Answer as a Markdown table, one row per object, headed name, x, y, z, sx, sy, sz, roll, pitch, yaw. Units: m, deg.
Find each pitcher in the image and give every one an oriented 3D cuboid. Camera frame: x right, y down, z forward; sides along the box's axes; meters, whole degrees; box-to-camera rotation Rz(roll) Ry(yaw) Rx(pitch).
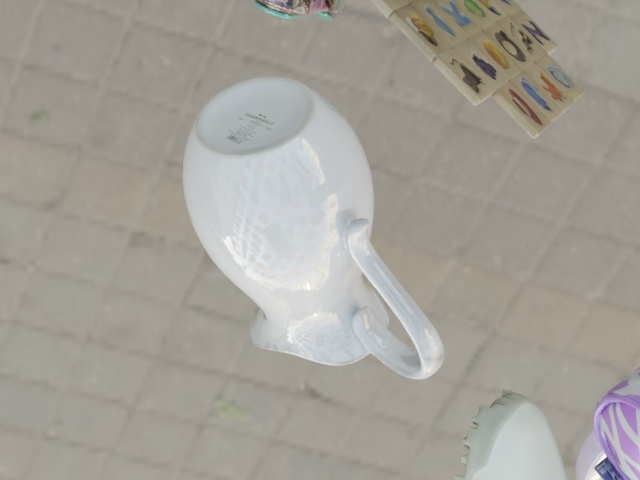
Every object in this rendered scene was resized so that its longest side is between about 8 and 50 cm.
| name | x | y | z | sx | sy | sz | roll | pitch | yaw |
| --- | --- | --- | --- | --- | --- | --- | --- | --- | --- |
| pitcher | 0.000 | 0.000 | 1.182 | 0.177 | 0.125 | 0.207 | 21 | 144 | 35 |

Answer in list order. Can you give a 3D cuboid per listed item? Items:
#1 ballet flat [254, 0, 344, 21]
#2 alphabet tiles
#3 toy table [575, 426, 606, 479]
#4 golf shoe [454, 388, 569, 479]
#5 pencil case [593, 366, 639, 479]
| name | x | y | z | sx | sy | sz | roll | pitch | yaw |
| --- | --- | --- | --- | --- | --- | --- | --- | --- | --- |
| ballet flat | -0.012 | -0.254 | 1.679 | 0.077 | 0.221 | 0.079 | 27 | 101 | 8 |
| alphabet tiles | 0.139 | -0.225 | 1.725 | 0.285 | 0.342 | 0.011 | 46 | 114 | 3 |
| toy table | 0.325 | 0.230 | 1.486 | 0.252 | 0.161 | 0.274 | -7 | 147 | -6 |
| golf shoe | 0.112 | 0.147 | 0.755 | 0.086 | 0.069 | 0.176 | 3 | 115 | 39 |
| pencil case | 0.252 | 0.074 | 1.000 | 0.206 | 0.088 | 0.086 | -35 | 169 | -21 |
